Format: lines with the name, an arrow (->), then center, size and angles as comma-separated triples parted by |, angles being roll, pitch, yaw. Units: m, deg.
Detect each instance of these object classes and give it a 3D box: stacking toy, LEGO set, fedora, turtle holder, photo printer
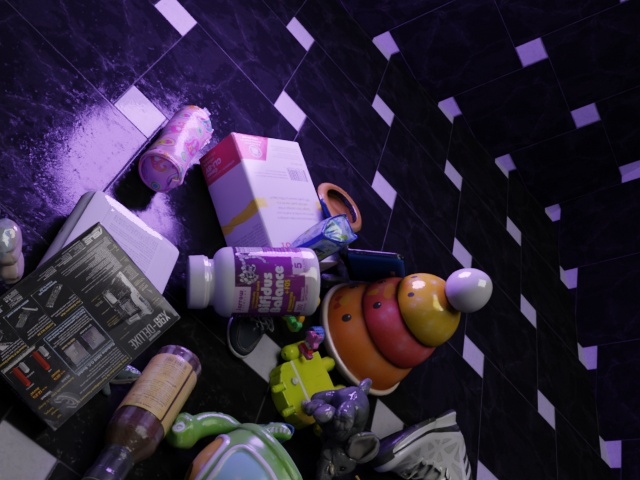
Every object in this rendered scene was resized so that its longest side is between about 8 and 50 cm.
stacking toy -> 0.267, 0.198, 2.005 | 0.351, 0.480, 0.350 | 34, 39, -33
LEGO set -> -0.039, 0.195, 1.901 | 0.087, 0.093, 0.227 | 7, 41, -52
fedora -> 0.046, -0.093, 2.327 | 0.194, 0.079, 0.194 | 31, 37, -27
turtle holder -> -0.167, 0.479, 1.421 | 0.227, 0.243, 0.320 | -19, 88, -40
photo printer -> -0.448, 0.074, 1.500 | 0.256, 0.107, 0.307 | 40, 37, -25

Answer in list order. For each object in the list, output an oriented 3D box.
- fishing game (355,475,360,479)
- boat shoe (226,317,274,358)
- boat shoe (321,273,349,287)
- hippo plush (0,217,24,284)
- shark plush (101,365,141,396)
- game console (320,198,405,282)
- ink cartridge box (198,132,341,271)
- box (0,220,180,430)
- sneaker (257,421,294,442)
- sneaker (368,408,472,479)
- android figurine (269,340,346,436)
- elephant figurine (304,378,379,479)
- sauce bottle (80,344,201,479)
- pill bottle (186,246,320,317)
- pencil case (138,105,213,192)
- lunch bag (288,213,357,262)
fishing game -> 0.082, 0.705, 1.724 | 0.189, 0.041, 0.264 | 59, 27, -29
boat shoe -> -0.159, 0.192, 1.814 | 0.095, 0.079, 0.254 | 49, 33, -14
boat shoe -> 0.040, 0.126, 2.174 | 0.142, 0.049, 0.040 | 12, 93, -60
hippo plush -> -0.641, 0.031, 1.143 | 0.294, 0.234, 0.236 | 51, 45, -31
shark plush -> -0.434, 0.231, 1.424 | 0.161, 0.067, 0.073 | 49, 34, -14
game console -> 0.128, 0.008, 2.092 | 0.293, 0.250, 0.173 | 64, 32, -72
ink cartridge box -> -0.139, -0.082, 1.990 | 0.279, 0.160, 0.384 | 1, 64, -52
box -> -0.452, 0.152, 1.322 | 0.307, 0.076, 0.242 | -44, 104, -26
sneaker -> -0.121, 0.448, 1.670 | 0.144, 0.059, 0.053 | 7, 60, -50
sneaker -> 0.309, 0.631, 1.989 | 0.448, 0.169, 0.257 | 2, 60, -55
android figurine -> -0.032, 0.382, 1.850 | 0.273, 0.056, 0.248 | -4, 67, -56
elephant figurine -> 0.053, 0.488, 1.743 | 0.169, 0.186, 0.239 | -72, 151, -76
sauce bottle -> -0.348, 0.348, 1.402 | 0.111, 0.111, 0.344 | 49, 33, -14
pill bottle -> -0.164, 0.099, 1.711 | 0.302, 0.169, 0.169 | 0, 57, -15
pencil case -> -0.368, -0.242, 1.859 | 0.124, 0.124, 0.284 | 45, 33, -19
lunch bag -> 0.000, 0.000, 1.844 | 0.151, 0.129, 0.096 | -14, 76, -57
